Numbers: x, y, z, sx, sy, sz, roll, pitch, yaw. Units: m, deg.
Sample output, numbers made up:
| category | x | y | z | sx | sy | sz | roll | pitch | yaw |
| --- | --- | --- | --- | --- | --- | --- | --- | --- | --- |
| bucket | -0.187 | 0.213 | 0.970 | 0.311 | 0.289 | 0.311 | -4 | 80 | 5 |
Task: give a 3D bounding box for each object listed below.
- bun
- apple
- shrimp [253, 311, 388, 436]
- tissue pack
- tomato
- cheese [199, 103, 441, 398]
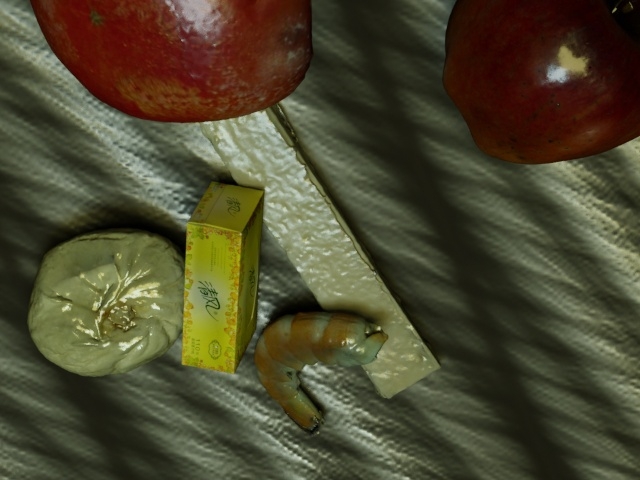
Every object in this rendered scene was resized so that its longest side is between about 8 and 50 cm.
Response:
| category | x | y | z | sx | sy | sz | roll | pitch | yaw |
| --- | --- | --- | --- | --- | --- | --- | --- | --- | --- |
| bun | -0.222 | 0.068 | 1.693 | 0.188 | 0.111 | 0.164 | -14 | 109 | 9 |
| apple | 0.229 | -0.182 | 1.538 | 0.234 | 0.234 | 0.234 | 0 | 113 | 0 |
| shrimp | 0.006 | 0.149 | 1.743 | 0.161 | 0.049 | 0.166 | -1 | 122 | 21 |
| tissue pack | -0.100 | 0.039 | 1.672 | 0.062 | 0.095 | 0.176 | 11 | 121 | 9 |
| tomato | -0.165 | -0.233 | 1.455 | 0.338 | 0.144 | 0.338 | 27 | 139 | 25 |
| cheese | -0.001 | 0.002 | 1.706 | 0.085 | 0.034 | 0.400 | -28 | 110 | 11 |
